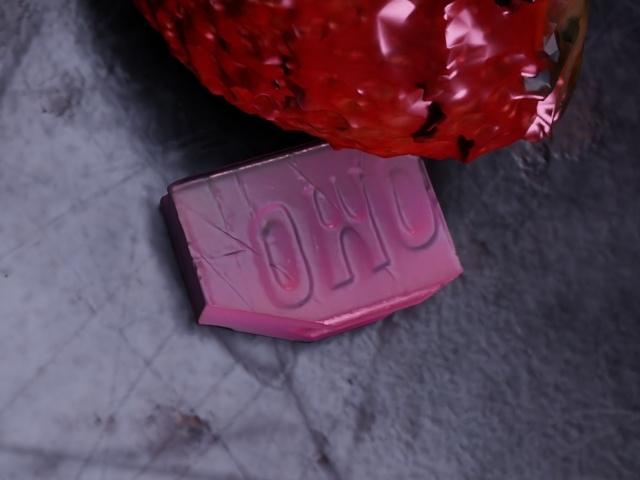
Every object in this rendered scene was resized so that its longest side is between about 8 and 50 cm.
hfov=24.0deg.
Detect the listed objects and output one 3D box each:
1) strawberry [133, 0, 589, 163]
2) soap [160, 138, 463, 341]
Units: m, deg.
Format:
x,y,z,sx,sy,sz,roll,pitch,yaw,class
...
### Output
x,y,z,sx,sy,sz,roll,pitch,yaw,class
0.005,-0.173,0.764,0.288,0.250,0.239,14,107,14,strawberry
0.000,0.000,0.803,0.149,0.056,0.100,-16,85,-15,soap
